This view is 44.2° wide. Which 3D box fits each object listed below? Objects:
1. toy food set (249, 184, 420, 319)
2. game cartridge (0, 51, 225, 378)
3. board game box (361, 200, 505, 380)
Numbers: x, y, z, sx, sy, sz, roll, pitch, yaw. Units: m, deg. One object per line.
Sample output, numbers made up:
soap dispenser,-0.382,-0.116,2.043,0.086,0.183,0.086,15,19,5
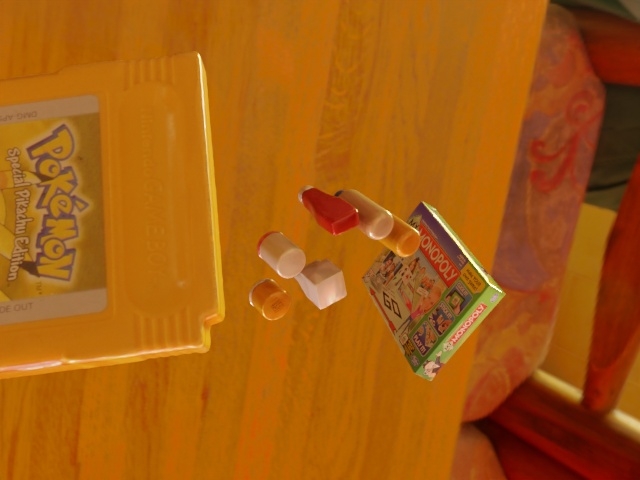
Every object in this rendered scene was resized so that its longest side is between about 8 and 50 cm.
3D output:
toy food set,0.000,0.000,0.981,0.232,0.104,0.111,-27,127,-19
game cartridge,-0.255,-0.023,0.712,0.324,0.052,0.285,-8,72,2
board game box,0.203,0.087,1.516,0.046,0.317,0.213,27,109,-29
